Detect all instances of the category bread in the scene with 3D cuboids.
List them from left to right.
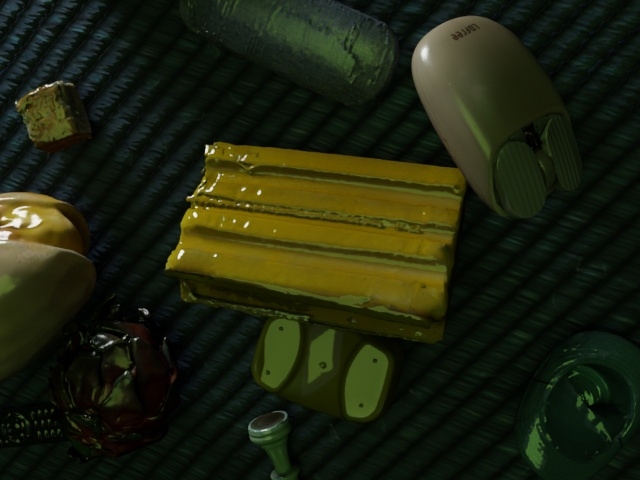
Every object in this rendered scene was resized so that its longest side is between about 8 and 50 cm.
[{"bbox_3d":[-0.347,-0.162,1.073,0.070,0.077,0.083,-20,94,5],"label":"bread"}]

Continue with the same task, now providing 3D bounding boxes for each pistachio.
[{"bbox_3d":[-0.429,0.075,1.068,0.309,0.230,0.230,-38,88,13],"label":"pistachio"}]

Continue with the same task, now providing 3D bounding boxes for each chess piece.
[{"bbox_3d":[-0.046,0.305,1.085,0.059,0.059,0.149,-16,101,16],"label":"chess piece"}]

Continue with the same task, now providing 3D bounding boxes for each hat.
[{"bbox_3d":[0.306,0.195,0.969,0.138,0.078,0.191,40,87,-3],"label":"hat"}]

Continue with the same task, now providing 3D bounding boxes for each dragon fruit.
[{"bbox_3d":[-0.268,0.188,1.060,0.182,0.182,0.189,26,145,9],"label":"dragon fruit"}]

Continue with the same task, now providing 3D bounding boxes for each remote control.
[{"bbox_3d":[-0.413,0.266,1.182,0.245,0.025,0.063,-8,98,15],"label":"remote control"}]

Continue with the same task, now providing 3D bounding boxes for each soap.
[{"bbox_3d":[-0.001,0.000,0.952,0.324,0.096,0.204,9,59,13],"label":"soap"}]

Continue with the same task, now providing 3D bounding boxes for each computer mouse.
[{"bbox_3d":[0.198,-0.142,0.909,0.145,0.082,0.236,-28,88,-25],"label":"computer mouse"}]

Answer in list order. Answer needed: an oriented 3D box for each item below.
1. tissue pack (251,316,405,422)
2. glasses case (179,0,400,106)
[{"bbox_3d":[0.012,0.147,1.008,0.178,0.127,0.123,18,96,10],"label":"tissue pack"},{"bbox_3d":[-0.040,-0.255,0.983,0.282,0.067,0.109,25,107,7],"label":"glasses case"}]
